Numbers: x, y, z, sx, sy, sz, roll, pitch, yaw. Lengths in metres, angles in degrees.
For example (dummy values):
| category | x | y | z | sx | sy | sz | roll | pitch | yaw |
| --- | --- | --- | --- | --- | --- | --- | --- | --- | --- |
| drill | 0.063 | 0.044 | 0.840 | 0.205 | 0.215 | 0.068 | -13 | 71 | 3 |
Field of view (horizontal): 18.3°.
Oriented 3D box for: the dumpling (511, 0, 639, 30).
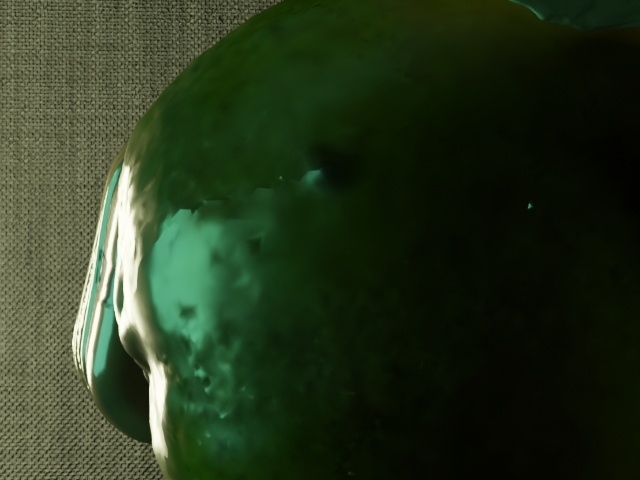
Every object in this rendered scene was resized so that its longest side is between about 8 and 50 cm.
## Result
| category | x | y | z | sx | sy | sz | roll | pitch | yaw |
| --- | --- | --- | --- | --- | --- | --- | --- | --- | --- |
| dumpling | 0.139 | -0.180 | 0.704 | 0.126 | 0.166 | 0.216 | -16 | 50 | 40 |

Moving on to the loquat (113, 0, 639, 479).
| category | x | y | z | sx | sy | sz | roll | pitch | yaw |
| --- | --- | --- | --- | --- | --- | --- | --- | --- | --- |
| loquat | 0.059 | 0.019 | 0.804 | 0.276 | 0.283 | 0.276 | 175 | 90 | -82 |

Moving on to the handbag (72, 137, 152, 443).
| category | x | y | z | sx | sy | sz | roll | pitch | yaw |
| --- | --- | --- | --- | --- | --- | --- | --- | --- | --- |
| handbag | 0.000 | 0.000 | 1.285 | 0.149 | 0.301 | 0.283 | -131 | 48 | -77 |
